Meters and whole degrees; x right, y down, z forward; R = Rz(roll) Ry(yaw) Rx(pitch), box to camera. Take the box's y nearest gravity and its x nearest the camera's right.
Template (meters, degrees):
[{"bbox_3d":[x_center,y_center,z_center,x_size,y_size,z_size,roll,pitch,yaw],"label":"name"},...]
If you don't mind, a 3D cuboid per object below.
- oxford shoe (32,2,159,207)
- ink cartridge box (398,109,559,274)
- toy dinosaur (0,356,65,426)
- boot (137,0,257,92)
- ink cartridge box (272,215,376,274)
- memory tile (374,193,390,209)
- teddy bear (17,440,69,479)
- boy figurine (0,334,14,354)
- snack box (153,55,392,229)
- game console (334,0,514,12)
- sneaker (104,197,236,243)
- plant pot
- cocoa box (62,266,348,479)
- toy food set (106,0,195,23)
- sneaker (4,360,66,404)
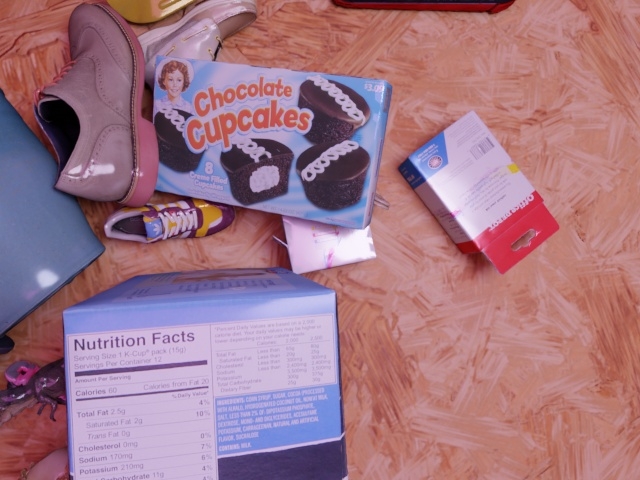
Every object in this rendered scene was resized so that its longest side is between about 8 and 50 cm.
[{"bbox_3d":[-0.321,-0.210,0.648,0.130,0.123,0.348,3,57,-46],"label":"oxford shoe"},{"bbox_3d":[0.251,-0.072,0.753,0.134,0.078,0.231,-37,89,-6],"label":"ink cartridge box"},{"bbox_3d":[-0.320,0.194,0.661,0.268,0.064,0.118,-37,102,-31],"label":"toy dinosaur"},{"bbox_3d":[-0.171,-0.270,0.733,0.213,0.077,0.165,-25,87,0],"label":"boot"},{"bbox_3d":[0.000,0.000,0.717,0.143,0.092,0.090,-12,87,-5],"label":"ink cartridge box"},{"bbox_3d":[0.036,-0.089,0.720,0.148,0.113,0.012,26,101,-4],"label":"memory tile"},{"bbox_3d":[-0.354,0.425,0.585,0.113,0.245,0.338,18,83,-31],"label":"teddy bear"},{"bbox_3d":[-0.535,0.232,0.635,0.177,0.092,0.285,33,91,30],"label":"boy figurine"},{"bbox_3d":[-0.077,-0.137,0.640,0.322,0.060,0.187,11,104,15],"label":"snack box"},{"bbox_3d":[0.187,-0.582,0.802,0.342,0.060,0.386,0,84,-5],"label":"game console"},{"bbox_3d":[-0.220,-0.026,0.696,0.186,0.084,0.069,-8,109,-1],"label":"sneaker"},{"bbox_3d":[-0.438,-0.022,0.607,0.272,0.272,0.255,-42,104,-7],"label":"plant pot"},{"bbox_3d":[-0.123,0.154,0.544,0.231,0.347,0.228,-3,91,-13],"label":"cocoa box"},{"bbox_3d":[-0.246,-0.434,0.751,0.218,0.071,0.128,-31,112,-7],"label":"toy food set"},{"bbox_3d":[-0.403,0.222,0.692,0.119,0.047,0.057,24,113,-8],"label":"sneaker"}]
